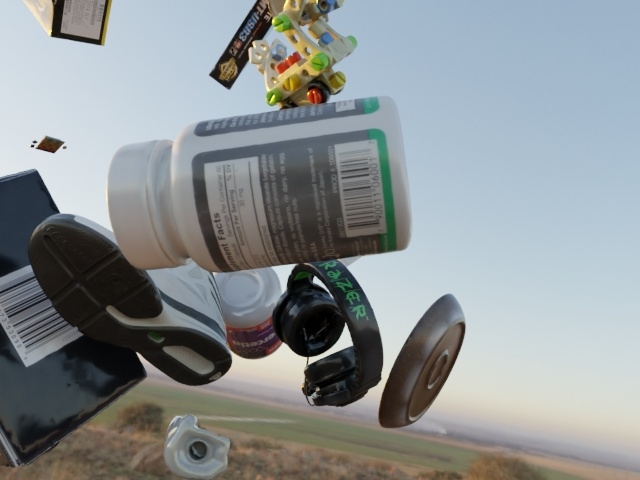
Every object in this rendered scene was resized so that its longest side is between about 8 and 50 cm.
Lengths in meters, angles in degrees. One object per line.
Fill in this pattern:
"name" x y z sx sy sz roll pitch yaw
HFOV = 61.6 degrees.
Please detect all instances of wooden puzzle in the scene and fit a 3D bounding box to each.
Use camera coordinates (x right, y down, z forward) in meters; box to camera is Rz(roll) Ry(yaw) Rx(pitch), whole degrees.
"wooden puzzle" -0.655 -0.232 1.299 0.049 0.006 0.083 -34 -23 24

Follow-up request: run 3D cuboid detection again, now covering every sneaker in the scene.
"sneaker" -0.348 0.074 1.042 0.169 0.257 0.447 -33 -55 9

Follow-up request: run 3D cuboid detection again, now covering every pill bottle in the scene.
"pill bottle" -0.071 -0.065 0.707 0.360 0.204 0.204 -6 -17 5
"pill bottle" -0.178 0.192 1.381 0.181 0.182 0.323 9 -31 7

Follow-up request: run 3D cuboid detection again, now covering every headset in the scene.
"headset" 0.030 0.188 0.999 0.185 0.243 0.394 -17 -34 -27

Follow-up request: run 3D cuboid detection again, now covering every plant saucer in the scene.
"plant saucer" 0.223 0.260 1.111 0.050 0.311 0.310 27 -6 29

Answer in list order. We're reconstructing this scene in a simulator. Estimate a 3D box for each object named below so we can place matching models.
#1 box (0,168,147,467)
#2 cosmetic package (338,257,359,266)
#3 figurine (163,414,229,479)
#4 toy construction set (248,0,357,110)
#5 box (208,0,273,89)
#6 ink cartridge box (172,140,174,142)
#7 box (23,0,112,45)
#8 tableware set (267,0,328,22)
"box" -0.688 0.173 1.116 0.471 0.480 0.297 -17 11 40
"cosmetic package" 0.017 -0.042 1.369 0.099 0.239 0.060 -31 -3 -37
"figurine" -0.217 0.377 0.821 0.092 0.215 0.209 13 -19 -21
"toy construction set" -0.053 -0.368 1.085 0.215 0.151 0.327 55 -23 -14
"box" -0.172 -0.553 1.414 0.073 0.293 0.295 33 17 -15
"ink cartridge box" -0.346 -0.095 1.439 0.066 0.261 0.296 -33 -66 22
"box" -0.366 -0.460 0.736 0.079 0.257 0.322 -8 43 -42
"tableware set" -0.045 -0.575 1.225 0.168 0.141 0.020 -8 18 -22
